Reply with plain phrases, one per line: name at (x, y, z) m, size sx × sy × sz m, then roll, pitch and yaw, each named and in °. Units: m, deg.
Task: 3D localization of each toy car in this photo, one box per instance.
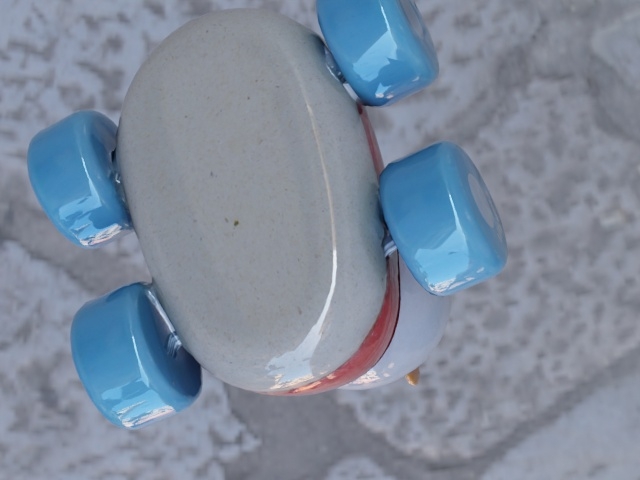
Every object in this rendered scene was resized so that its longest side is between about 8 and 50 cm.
toy car at (0.000, 0.000, 0.932) m, size 0.219 × 0.210 × 0.238 m, roll -25°, pitch 156°, yaw 15°
